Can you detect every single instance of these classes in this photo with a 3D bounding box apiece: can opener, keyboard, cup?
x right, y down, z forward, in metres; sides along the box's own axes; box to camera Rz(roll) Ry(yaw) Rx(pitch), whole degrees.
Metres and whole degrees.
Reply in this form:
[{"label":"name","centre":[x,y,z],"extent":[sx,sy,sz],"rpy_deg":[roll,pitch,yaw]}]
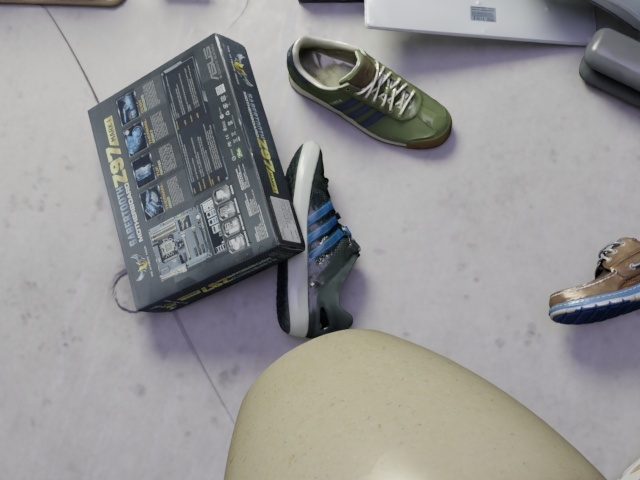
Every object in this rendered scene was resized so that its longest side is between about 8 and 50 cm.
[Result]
[{"label":"can opener","centre":[0.386,-0.118,0.912],"extent":[0.280,0.074,0.093],"rpy_deg":[35,82,13]},{"label":"keyboard","centre":[0.172,-0.250,0.967],"extent":[0.256,0.014,0.072],"rpy_deg":[2,82,-8]},{"label":"cup","centre":[0.047,0.216,0.765],"extent":[0.331,0.331,0.237],"rpy_deg":[-30,49,-2]}]

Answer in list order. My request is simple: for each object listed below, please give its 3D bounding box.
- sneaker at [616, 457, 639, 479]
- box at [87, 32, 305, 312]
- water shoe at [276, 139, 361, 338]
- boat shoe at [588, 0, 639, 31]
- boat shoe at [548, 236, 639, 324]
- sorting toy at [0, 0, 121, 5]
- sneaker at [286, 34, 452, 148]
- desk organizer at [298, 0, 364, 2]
[{"label":"sneaker","centre":[0.332,0.214,0.811],"extent":[0.099,0.121,0.262],"rpy_deg":[28,80,12]},{"label":"box","centre":[-0.131,-0.065,0.921],"extent":[0.183,0.059,0.233],"rpy_deg":[-25,73,25]},{"label":"water shoe","centre":[0.000,0.000,0.932],"extent":[0.080,0.073,0.203],"rpy_deg":[6,81,-14]},{"label":"boat shoe","centre":[0.335,-0.276,0.937],"extent":[0.302,0.094,0.109],"rpy_deg":[23,118,-7]},{"label":"boat shoe","centre":[0.304,0.034,0.892],"extent":[0.183,0.066,0.066],"rpy_deg":[-13,70,-8]},{"label":"sorting toy","centre":[-0.285,-0.345,0.961],"extent":[0.307,0.229,0.041],"rpy_deg":[3,51,6]},{"label":"sneaker","centre":[0.047,-0.158,0.947],"extent":[0.192,0.086,0.064],"rpy_deg":[26,80,11]},{"label":"desk organizer","centre":[0.039,-0.297,1.004],"extent":[0.130,0.047,0.050],"rpy_deg":[1,74,6]}]
